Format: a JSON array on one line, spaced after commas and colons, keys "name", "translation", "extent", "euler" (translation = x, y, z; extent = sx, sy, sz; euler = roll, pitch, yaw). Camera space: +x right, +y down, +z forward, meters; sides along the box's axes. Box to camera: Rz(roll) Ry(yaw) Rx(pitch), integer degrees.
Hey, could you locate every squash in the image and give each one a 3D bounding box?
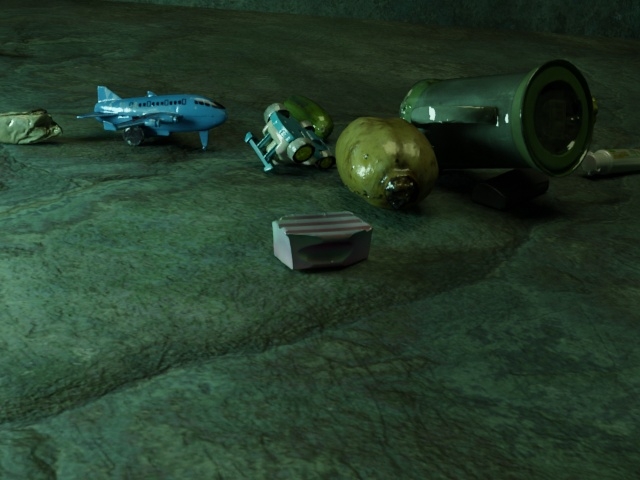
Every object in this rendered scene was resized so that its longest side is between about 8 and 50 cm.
[{"name": "squash", "translation": [-0.026, -0.261, 2.178], "extent": [0.066, 0.066, 0.229], "euler": [0, 20, -19]}]

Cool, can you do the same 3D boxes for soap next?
[{"name": "soap", "translation": [0.000, 0.000, 1.489], "extent": [0.149, 0.056, 0.100], "euler": [-4, 21, -29]}]

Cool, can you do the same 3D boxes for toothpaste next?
[{"name": "toothpaste", "translation": [0.650, -0.171, 2.174], "extent": [0.314, 0.058, 0.056], "euler": [-7, -20, -42]}]

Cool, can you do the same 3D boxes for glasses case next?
[{"name": "glasses case", "translation": [0.350, -0.096, 1.892], "extent": [0.072, 0.042, 0.190], "euler": [27, 28, 27]}]

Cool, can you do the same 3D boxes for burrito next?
[{"name": "burrito", "translation": [-0.578, -0.206, 1.850], "extent": [0.229, 0.063, 0.058], "euler": [1, 31, -10]}]

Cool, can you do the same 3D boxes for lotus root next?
[{"name": "lotus root", "translation": [0.111, -0.132, 1.760], "extent": [0.160, 0.146, 0.284], "euler": [-17, 26, -1]}]

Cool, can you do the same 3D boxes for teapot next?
[{"name": "teapot", "translation": [0.278, -0.214, 1.863], "extent": [0.270, 0.201, 0.337], "euler": [-2, 4, -40]}]

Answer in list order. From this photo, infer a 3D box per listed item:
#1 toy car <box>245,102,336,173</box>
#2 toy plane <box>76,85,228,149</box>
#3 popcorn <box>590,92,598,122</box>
[{"name": "toy car", "translation": [-0.052, -0.169, 1.916], "extent": [0.161, 0.098, 0.126], "euler": [26, 26, -55]}, {"name": "toy plane", "translation": [-0.308, -0.234, 1.953], "extent": [0.271, 0.105, 0.254], "euler": [10, 21, 7]}, {"name": "popcorn", "translation": [0.565, -0.295, 2.381], "extent": [0.145, 0.126, 0.126], "euler": [23, 6, -13]}]
